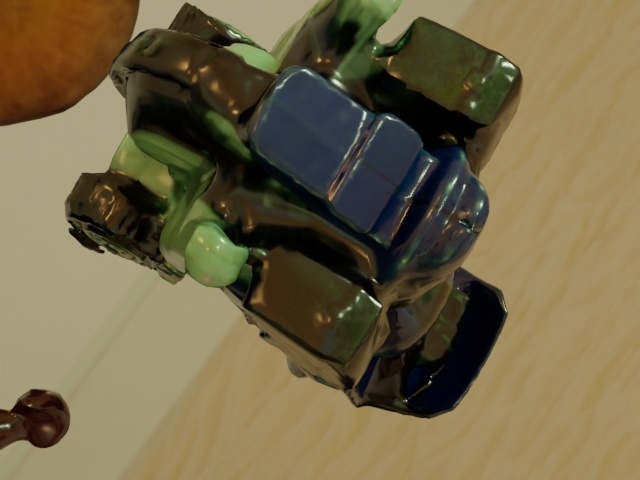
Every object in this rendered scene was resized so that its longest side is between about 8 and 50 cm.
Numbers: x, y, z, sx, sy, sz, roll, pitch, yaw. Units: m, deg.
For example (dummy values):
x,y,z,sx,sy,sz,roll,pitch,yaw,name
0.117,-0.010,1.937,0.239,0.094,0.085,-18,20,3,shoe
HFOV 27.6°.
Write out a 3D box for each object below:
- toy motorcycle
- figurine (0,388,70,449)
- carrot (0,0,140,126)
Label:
x,y,z,sx,sy,sz,roll,pitch,yaw,name
0.000,0.000,0.570,0.196,0.125,0.331,29,-11,2,toy motorcycle
-0.294,0.118,0.597,0.323,0.320,0.196,-5,-15,-40,figurine
-0.244,-0.222,0.919,0.196,0.196,0.254,37,18,-38,carrot
